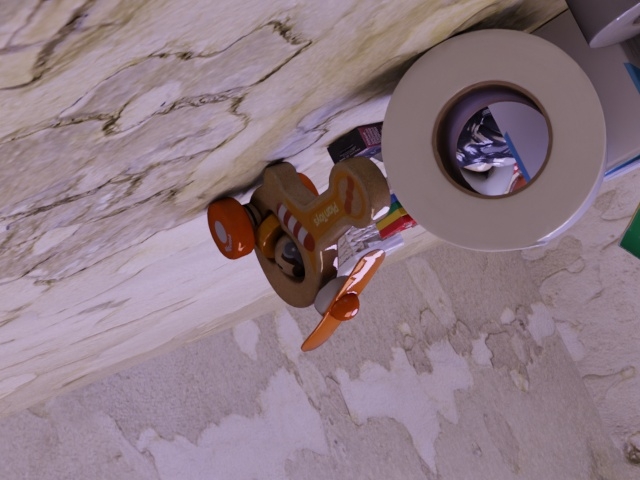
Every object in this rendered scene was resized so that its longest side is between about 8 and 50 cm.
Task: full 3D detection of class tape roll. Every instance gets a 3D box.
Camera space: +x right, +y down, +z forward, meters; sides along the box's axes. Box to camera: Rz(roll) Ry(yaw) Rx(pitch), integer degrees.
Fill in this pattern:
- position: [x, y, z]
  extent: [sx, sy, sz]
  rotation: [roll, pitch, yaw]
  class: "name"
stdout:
- position: [0.377, -0.293, 1.251]
  extent: [0.219, 0.072, 0.219]
  rotation: [-25, 174, -3]
  class: "tape roll"
- position: [0.205, -0.109, 1.318]
  extent: [0.246, 0.246, 0.169]
  rotation: [-27, 174, 13]
  class: "tape roll"

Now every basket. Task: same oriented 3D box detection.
- position: [0.080, -0.002, 2.315]
  extent: [0.113, 0.103, 0.167]
  rotation: [-23, 174, -19]
  class: "basket"

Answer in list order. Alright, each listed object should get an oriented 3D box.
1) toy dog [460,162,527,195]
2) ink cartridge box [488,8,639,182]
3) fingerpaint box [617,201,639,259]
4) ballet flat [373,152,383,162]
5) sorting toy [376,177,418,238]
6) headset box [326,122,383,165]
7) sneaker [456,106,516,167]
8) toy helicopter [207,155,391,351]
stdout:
- position: [0.319, -0.097, 1.924]
  extent: [0.333, 0.161, 0.220]
  rotation: [-23, 149, -24]
  class: "toy dog"
- position: [0.379, -0.191, 1.508]
  extent: [0.197, 0.198, 0.270]
  rotation: [-31, 171, 38]
  class: "ink cartridge box"
- position: [0.590, -0.180, 1.375]
  extent: [0.371, 0.163, 0.445]
  rotation: [-30, 148, -41]
  class: "fingerpaint box"
- position: [0.124, -0.132, 1.595]
  extent: [0.072, 0.068, 0.213]
  rotation: [-19, 172, -21]
  class: "ballet flat"
- position: [0.227, -0.103, 2.116]
  extent: [0.257, 0.089, 0.255]
  rotation: [-21, 172, -32]
  class: "sorting toy"
- position: [0.054, -0.127, 1.529]
  extent: [0.062, 0.032, 0.083]
  rotation: [-30, 173, 38]
  class: "headset box"
- position: [0.280, -0.175, 1.680]
  extent: [0.268, 0.101, 0.153]
  rotation: [-15, 171, -45]
  class: "sneaker"
- position: [0.000, 0.000, 1.445]
  extent: [0.140, 0.235, 0.355]
  rotation: [-22, 172, -27]
  class: "toy helicopter"
